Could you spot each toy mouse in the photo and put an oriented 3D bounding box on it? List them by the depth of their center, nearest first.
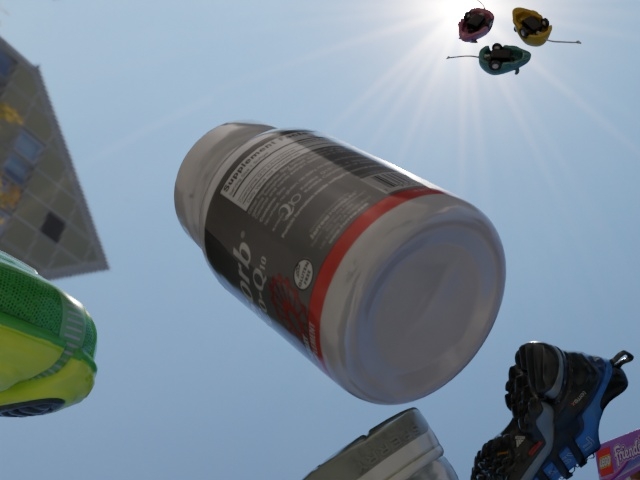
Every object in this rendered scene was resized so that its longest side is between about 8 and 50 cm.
[{"bbox_3d":[0.215,-0.246,1.102,0.143,0.031,0.161,-31,-124,-16],"label":"toy mouse"}]

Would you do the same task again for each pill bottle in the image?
[{"bbox_3d":[0.000,0.000,0.928,0.210,0.210,0.363,-51,-140,-6],"label":"pill bottle"}]

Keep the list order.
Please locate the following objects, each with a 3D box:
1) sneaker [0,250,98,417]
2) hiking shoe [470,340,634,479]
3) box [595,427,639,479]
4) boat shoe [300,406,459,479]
[{"bbox_3d":[-0.200,-0.026,0.369,0.295,0.109,0.123,26,-111,27],"label":"sneaker"},{"bbox_3d":[0.275,0.264,1.068,0.113,0.132,0.304,-101,-158,-58],"label":"hiking shoe"},{"bbox_3d":[0.476,0.343,1.168,0.293,0.057,0.201,121,-30,-62],"label":"box"},{"bbox_3d":[0.027,0.212,0.590,0.118,0.320,0.103,-27,-112,-26],"label":"boat shoe"}]
